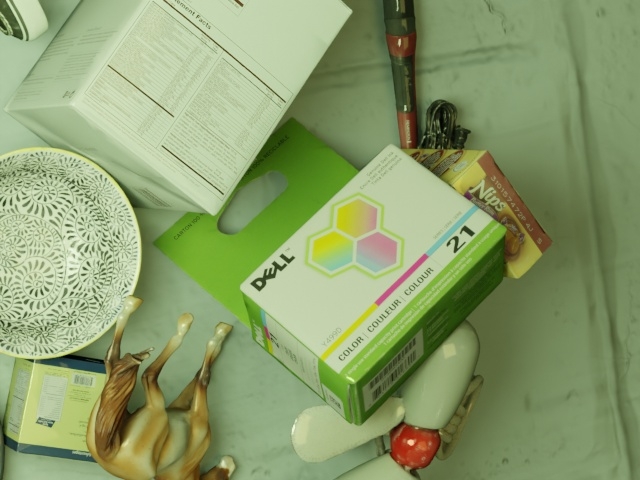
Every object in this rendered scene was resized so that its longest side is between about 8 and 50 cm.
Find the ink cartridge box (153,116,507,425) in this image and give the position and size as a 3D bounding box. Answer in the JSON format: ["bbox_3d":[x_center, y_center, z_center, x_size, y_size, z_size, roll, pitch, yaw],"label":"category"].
[{"bbox_3d":[0.000,0.000,1.257,0.255,0.097,0.189,39,71,22],"label":"ink cartridge box"}]

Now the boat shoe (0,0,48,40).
[{"bbox_3d":[-0.311,-0.233,1.183,0.219,0.078,0.070,47,72,-12],"label":"boat shoe"}]

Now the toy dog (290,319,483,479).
[{"bbox_3d":[0.012,0.211,1.326,0.161,0.220,0.334,23,75,12],"label":"toy dog"}]

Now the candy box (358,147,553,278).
[{"bbox_3d":[0.114,-0.027,1.341,0.053,0.186,0.109,-44,110,-18],"label":"candy box"}]

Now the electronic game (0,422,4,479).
[{"bbox_3d":[-0.366,0.179,1.190,0.229,0.048,0.229,-2,93,-26],"label":"electronic game"}]

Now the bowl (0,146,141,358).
[{"bbox_3d":[-0.240,0.009,1.226,0.170,0.080,0.170,-1,93,-26],"label":"bowl"}]

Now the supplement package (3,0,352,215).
[{"bbox_3d":[-0.120,-0.145,1.213,0.149,0.194,0.203,38,77,-24],"label":"supplement package"}]

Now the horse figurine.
[{"bbox_3d":[-0.132,0.144,1.245,0.263,0.066,0.174,29,77,-68],"label":"horse figurine"}]

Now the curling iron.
[{"bbox_3d":[0.086,-0.195,1.402,0.068,0.035,0.274,-18,102,-29],"label":"curling iron"}]

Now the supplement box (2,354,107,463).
[{"bbox_3d":[-0.217,0.139,1.257,0.083,0.056,0.083,12,87,-27],"label":"supplement box"}]
